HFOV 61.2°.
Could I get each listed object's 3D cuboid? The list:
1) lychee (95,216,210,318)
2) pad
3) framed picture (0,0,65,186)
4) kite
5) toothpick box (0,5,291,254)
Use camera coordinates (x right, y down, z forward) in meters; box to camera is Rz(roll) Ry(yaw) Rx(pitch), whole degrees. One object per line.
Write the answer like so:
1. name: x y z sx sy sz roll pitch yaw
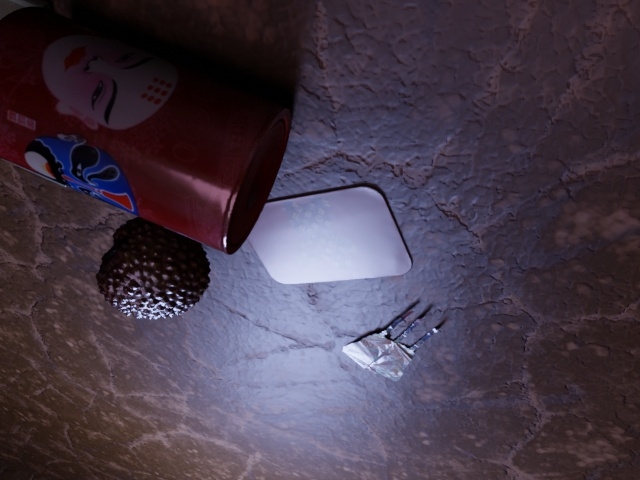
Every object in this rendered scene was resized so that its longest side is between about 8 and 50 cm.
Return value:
1. lychee: -0.277 0.051 0.913 0.188 0.188 0.188 13 135 13
2. pad: 0.000 0.000 0.859 0.267 0.004 0.181 -8 128 29
3. framed picture: -0.512 -0.251 0.835 0.247 0.022 0.335 23 137 2
4. kite: 0.137 0.190 0.975 0.127 0.016 0.229 30 140 -9
5. toothpick box: -0.227 -0.136 0.688 0.333 0.204 0.204 22 137 3
